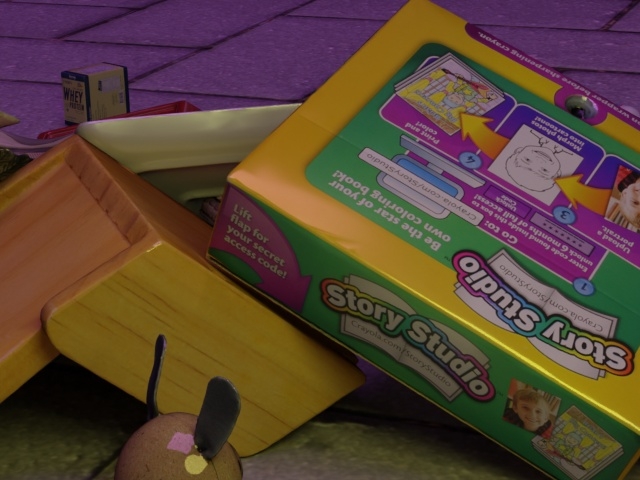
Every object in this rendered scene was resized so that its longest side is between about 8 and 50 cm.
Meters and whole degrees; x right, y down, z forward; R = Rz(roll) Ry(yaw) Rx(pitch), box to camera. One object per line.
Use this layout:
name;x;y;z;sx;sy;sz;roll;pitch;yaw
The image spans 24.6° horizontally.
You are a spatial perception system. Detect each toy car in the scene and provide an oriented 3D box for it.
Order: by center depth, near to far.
toy car;-0.074;0.157;0.943;0.149;0.188;0.155;-16;24;-34

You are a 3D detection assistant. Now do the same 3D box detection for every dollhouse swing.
dollhouse swing;-0.205;0.109;1.290;0.315;0.305;0.347;36;2;-27

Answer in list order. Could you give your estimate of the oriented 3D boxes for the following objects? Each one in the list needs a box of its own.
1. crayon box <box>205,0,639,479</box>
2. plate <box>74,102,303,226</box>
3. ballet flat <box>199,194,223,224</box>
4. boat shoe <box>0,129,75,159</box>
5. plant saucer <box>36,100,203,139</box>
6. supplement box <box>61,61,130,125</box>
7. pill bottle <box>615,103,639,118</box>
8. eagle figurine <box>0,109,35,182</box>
crayon box;0.145;-0.009;1.188;0.363;0.106;0.313;32;48;11
plate;-0.113;-0.049;1.544;0.278;0.045;0.277;-5;-25;-10
ballet flat;0.000;0.000;1.467;0.250;0.058;0.084;22;14;7
boat shoe;-0.310;-0.043;1.678;0.356;0.132;0.130;4;46;17
plant saucer;-0.270;-0.113;1.879;0.259;0.047;0.259;-13;19;2
supplement box;-0.335;-0.217;2.193;0.056;0.083;0.083;15;25;41
pill bottle;0.361;-0.135;1.895;0.160;0.087;0.087;10;23;33
eagle figurine;-0.377;-0.064;1.466;0.226;0.298;0.225;10;24;17
